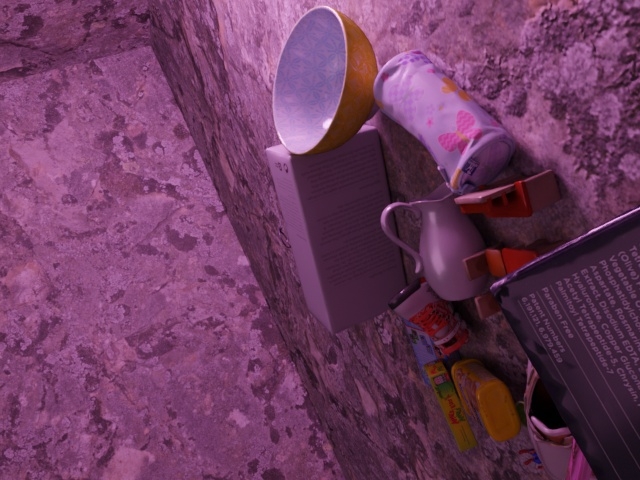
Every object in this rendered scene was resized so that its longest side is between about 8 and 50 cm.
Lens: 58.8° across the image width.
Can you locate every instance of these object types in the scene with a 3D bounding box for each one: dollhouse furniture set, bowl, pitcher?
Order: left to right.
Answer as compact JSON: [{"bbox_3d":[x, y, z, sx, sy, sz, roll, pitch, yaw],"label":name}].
[{"bbox_3d":[0.034,-0.312,1.168,0.289,0.155,0.290,-7,81,56],"label":"bowl"},{"bbox_3d":[0.215,0.009,1.054,0.125,0.177,0.207,-124,16,-79],"label":"pitcher"},{"bbox_3d":[0.314,0.034,0.880,0.262,0.135,0.259,4,114,69],"label":"dollhouse furniture set"}]

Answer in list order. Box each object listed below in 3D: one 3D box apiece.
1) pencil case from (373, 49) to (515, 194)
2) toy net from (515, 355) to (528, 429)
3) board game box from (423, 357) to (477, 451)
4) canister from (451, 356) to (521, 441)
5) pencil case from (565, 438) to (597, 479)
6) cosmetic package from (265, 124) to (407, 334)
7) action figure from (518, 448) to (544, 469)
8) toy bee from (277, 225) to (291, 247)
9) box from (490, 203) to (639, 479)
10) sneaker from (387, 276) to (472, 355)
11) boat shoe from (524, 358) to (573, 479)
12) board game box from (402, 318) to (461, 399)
[{"bbox_3d":[0.201,-0.202,0.957,0.273,0.113,0.124,57,136,31],"label":"pencil case"},{"bbox_3d":[0.404,0.261,1.021,0.122,0.045,0.232,33,141,59],"label":"toy net"},{"bbox_3d":[0.291,0.367,1.276,0.092,0.043,0.182,-59,-55,-83],"label":"board game box"},{"bbox_3d":[0.333,0.319,1.155,0.170,0.073,0.126,-141,31,-87],"label":"canister"},{"bbox_3d":[0.425,0.321,0.810,0.167,0.160,0.386,4,130,22],"label":"pencil case"},{"bbox_3d":[0.048,-0.032,1.377,0.161,0.229,0.454,31,138,60],"label":"cosmetic package"},{"bbox_3d":[0.441,0.437,1.143,0.115,0.030,0.038,123,128,-64],"label":"action figure"},{"bbox_3d":[0.000,0.000,1.702,0.195,0.162,0.298,60,-174,-3],"label":"toy bee"},{"bbox_3d":[0.345,-0.001,0.336,0.312,0.343,0.179,-44,69,50],"label":"box"},{"bbox_3d":[0.234,0.158,1.150,0.145,0.090,0.270,56,-165,19],"label":"sneaker"},{"bbox_3d":[0.391,0.295,0.952,0.113,0.103,0.303,-4,111,32],"label":"boat shoe"},{"bbox_3d":[0.275,0.264,1.374,0.160,0.039,0.212,3,113,68],"label":"board game box"}]
